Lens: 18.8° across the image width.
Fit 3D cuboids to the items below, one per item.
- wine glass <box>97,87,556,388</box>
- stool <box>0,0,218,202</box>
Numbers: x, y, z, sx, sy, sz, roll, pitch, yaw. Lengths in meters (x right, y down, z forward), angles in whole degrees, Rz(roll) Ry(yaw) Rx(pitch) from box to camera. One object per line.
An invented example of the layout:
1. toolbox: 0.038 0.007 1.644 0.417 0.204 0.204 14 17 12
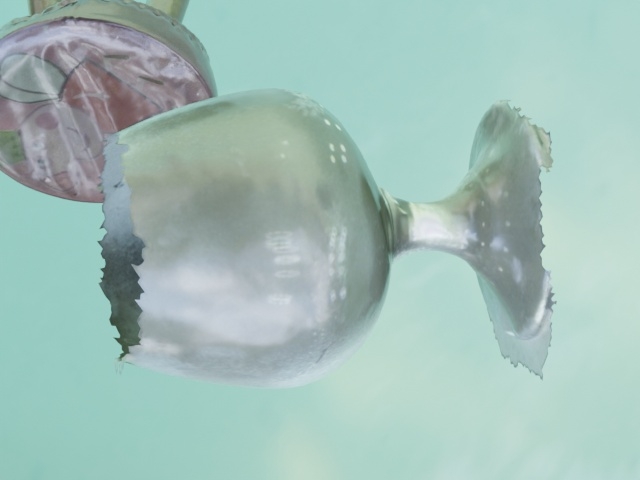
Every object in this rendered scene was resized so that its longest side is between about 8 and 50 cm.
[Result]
1. wine glass: 0.000 0.000 1.449 0.323 0.238 0.238 -3 141 -12
2. stool: -0.244 -0.188 2.092 0.272 0.178 0.272 -2 138 -2
